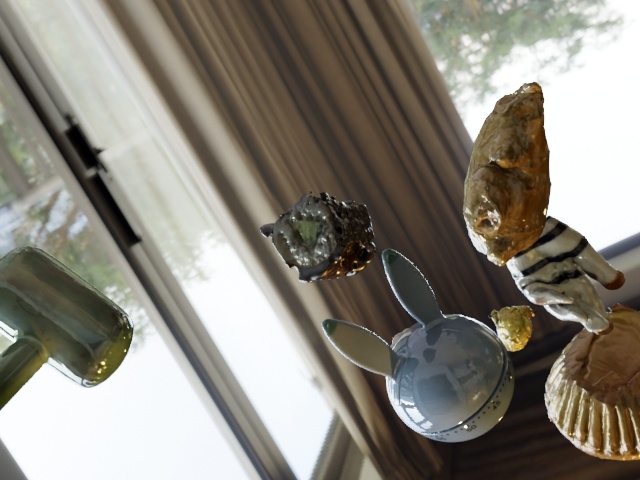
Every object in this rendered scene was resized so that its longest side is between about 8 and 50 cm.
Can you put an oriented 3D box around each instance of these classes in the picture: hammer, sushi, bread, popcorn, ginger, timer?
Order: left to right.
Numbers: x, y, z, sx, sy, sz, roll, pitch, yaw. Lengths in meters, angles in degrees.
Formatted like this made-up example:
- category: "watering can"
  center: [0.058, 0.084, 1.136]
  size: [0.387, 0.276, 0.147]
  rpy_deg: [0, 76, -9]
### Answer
- category: "hammer"
  center: [-0.378, 0.157, 1.068]
  size: [0.119, 0.206, 0.335]
  rpy_deg: [-54, -178, 40]
- category: "sushi"
  center: [0.001, 0.000, 0.977]
  size: [0.098, 0.094, 0.084]
  rpy_deg: [-33, 160, 32]
- category: "timer"
  center: [0.123, 0.139, 1.107]
  size: [0.175, 0.255, 0.175]
  rpy_deg: [-50, -176, 5]
- category: "ginger"
  center: [0.267, -0.099, 1.284]
  size: [0.123, 0.270, 0.219]
  rpy_deg: [8, -141, 28]
- category: "popcorn"
  center: [0.338, 0.143, 1.524]
  size: [0.084, 0.084, 0.084]
  rpy_deg: [-29, -170, 5]
- category: "bread"
  center: [0.527, 0.251, 1.572]
  size: [0.274, 0.149, 0.274]
  rpy_deg: [-16, -139, 14]

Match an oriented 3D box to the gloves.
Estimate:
- category: "gloves"
  center: [0.415, 0.070, 1.528]
  size: [0.140, 0.218, 0.131]
  rpy_deg: [-33, 179, -25]
